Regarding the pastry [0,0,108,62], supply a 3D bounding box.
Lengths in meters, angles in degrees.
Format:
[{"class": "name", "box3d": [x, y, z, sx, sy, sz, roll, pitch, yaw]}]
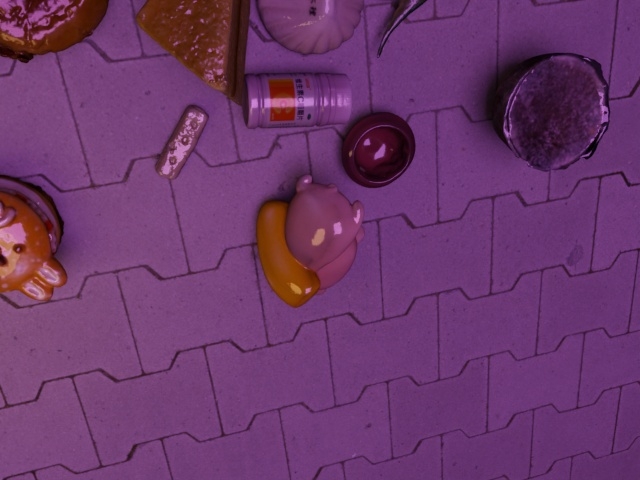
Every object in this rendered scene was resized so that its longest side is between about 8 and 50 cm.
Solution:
[{"class": "pastry", "box3d": [-0.596, -0.542, 1.209, 0.356, 0.164, 0.355, -5, 111, -14]}]

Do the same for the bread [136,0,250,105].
[{"class": "bread", "box3d": [-0.178, -0.513, 1.275, 0.245, 0.233, 0.361, 38, 96, 0]}]

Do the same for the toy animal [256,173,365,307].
[{"class": "toy animal", "box3d": [-0.011, -0.016, 1.588, 0.247, 0.277, 0.345, -2, 128, -46]}]

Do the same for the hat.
[{"class": "hat", "box3d": [0.149, -0.240, 1.594, 0.206, 0.089, 0.205, -4, 116, -9]}]

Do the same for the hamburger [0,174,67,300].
[{"class": "hamburger", "box3d": [-0.732, 0.010, 1.395, 0.261, 0.186, 0.302, -35, 120, 2]}]

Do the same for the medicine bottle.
[{"class": "medicine bottle", "box3d": [-0.060, -0.339, 1.467, 0.250, 0.133, 0.133, -4, 114, -15]}]

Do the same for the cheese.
[{"class": "cheese", "box3d": [-0.338, -0.238, 1.481, 0.065, 0.043, 0.194, 25, 102, -29]}]

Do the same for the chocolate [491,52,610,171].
[{"class": "chocolate", "box3d": [0.574, -0.346, 1.599, 0.303, 0.213, 0.303, -4, 111, -12]}]

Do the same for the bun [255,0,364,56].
[{"class": "bun", "box3d": [-0.009, -0.547, 1.370, 0.263, 0.175, 0.263, -5, 112, -14]}]

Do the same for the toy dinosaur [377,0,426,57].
[{"class": "toy dinosaur", "box3d": [0.307, -0.633, 1.482, 0.301, 0.087, 0.447, 12, 111, -27]}]
